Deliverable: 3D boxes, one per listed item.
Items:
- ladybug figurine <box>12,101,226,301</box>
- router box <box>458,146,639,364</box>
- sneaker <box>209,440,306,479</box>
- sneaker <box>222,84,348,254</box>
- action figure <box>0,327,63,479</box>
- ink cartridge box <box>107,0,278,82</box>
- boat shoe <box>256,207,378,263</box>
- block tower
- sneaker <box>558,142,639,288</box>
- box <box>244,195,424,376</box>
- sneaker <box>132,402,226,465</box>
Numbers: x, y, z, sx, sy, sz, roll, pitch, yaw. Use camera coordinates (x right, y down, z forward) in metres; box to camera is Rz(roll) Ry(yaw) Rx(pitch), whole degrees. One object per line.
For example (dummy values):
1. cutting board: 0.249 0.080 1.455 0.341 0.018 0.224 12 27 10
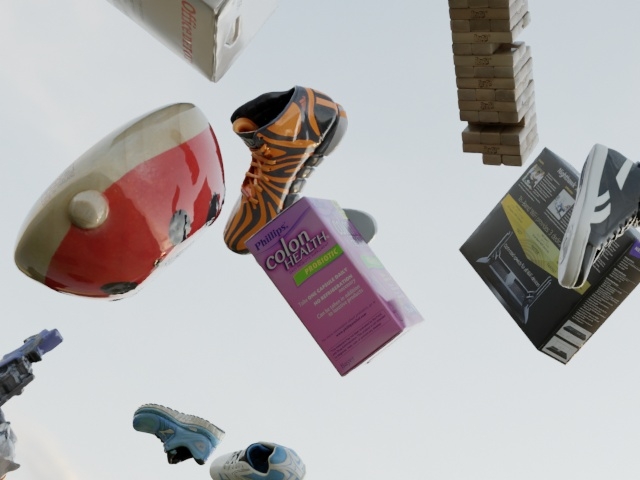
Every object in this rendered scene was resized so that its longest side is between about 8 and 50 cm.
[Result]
1. ladybug figurine: -0.240 -0.037 1.693 0.162 0.305 0.449 46 9 -2
2. router box: 0.395 0.021 2.214 0.081 0.243 0.309 28 18 -35
3. sneaker: -0.115 0.372 2.207 0.237 0.085 0.086 -11 -60 51
4. sneaker: -0.106 -0.132 2.244 0.180 0.321 0.124 24 12 -46
5. action figure: -0.524 0.284 2.058 0.178 0.341 0.330 59 -15 -23
6. ink cartridge box: -0.246 -0.428 1.793 0.395 0.166 0.285 38 -12 3
7. boat shoe: 0.000 0.000 2.189 0.228 0.076 0.080 -20 -95 25
8. block tower: 0.239 -0.272 1.829 0.091 0.097 0.335 4 -61 24
9. sneaker: 0.385 -0.021 1.692 0.121 0.217 0.079 19 -28 1
10. box: 0.026 0.064 1.962 0.243 0.117 0.213 53 10 8
11. sneaker: -0.216 0.283 1.897 0.162 0.073 0.063 8 -23 39
